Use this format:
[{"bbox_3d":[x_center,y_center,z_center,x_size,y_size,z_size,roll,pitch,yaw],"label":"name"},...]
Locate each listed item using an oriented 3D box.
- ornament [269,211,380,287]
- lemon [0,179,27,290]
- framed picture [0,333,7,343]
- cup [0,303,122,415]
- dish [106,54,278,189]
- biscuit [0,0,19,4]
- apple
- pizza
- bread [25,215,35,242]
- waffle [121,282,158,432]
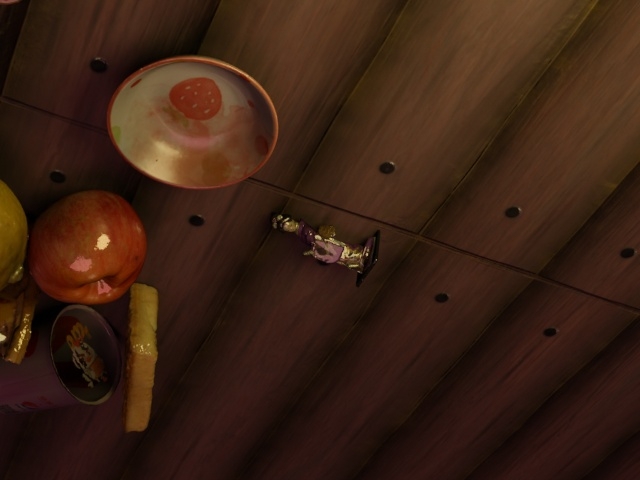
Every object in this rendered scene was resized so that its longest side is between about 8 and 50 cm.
[{"bbox_3d":[0.002,0.007,1.750,0.203,0.081,0.088,19,132,-18],"label":"ornament"},{"bbox_3d":[-0.621,-0.019,1.599,0.320,0.245,0.245,27,131,-2],"label":"lemon"},{"bbox_3d":[-0.662,0.137,1.618,0.211,0.020,0.289,34,149,-29],"label":"framed picture"},{"bbox_3d":[-0.559,0.250,1.932,0.288,0.203,0.203,-19,133,25],"label":"cup"},{"bbox_3d":[-0.194,-0.200,1.538,0.260,0.085,0.260,-1,137,-1],"label":"dish"},{"bbox_3d":[-0.374,-0.461,1.256,0.394,0.070,0.350,16,124,-23],"label":"biscuit"},{"bbox_3d":[-0.393,0.018,1.679,0.209,0.164,0.209,-23,158,-10],"label":"apple"},{"bbox_3d":[-0.585,0.138,1.801,0.188,0.204,0.080,-26,141,31],"label":"pizza"},{"bbox_3d":[-0.502,-0.001,1.762,0.052,0.044,0.157,-25,130,30],"label":"bread"},{"bbox_3d":[-0.348,0.229,1.912,0.057,0.168,0.274,3,134,-12],"label":"waffle"}]
